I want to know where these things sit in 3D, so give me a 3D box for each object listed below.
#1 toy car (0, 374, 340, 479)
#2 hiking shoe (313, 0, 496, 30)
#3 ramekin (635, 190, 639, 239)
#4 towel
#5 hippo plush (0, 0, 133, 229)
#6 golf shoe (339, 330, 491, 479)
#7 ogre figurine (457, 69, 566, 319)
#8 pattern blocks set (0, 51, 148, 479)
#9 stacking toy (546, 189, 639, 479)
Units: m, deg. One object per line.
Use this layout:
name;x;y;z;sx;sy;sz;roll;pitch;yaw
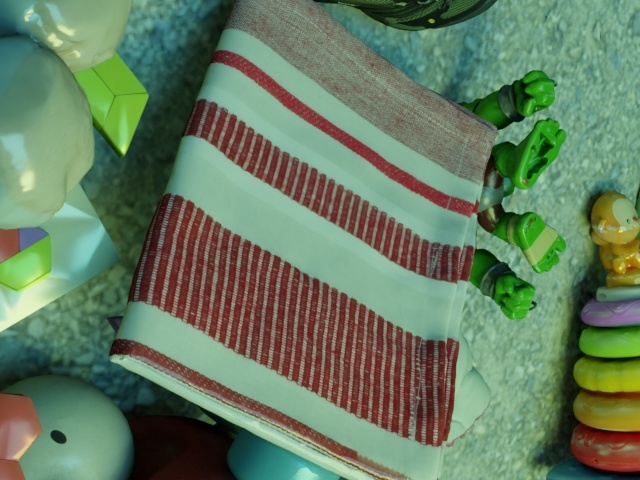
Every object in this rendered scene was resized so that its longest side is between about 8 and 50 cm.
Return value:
toy car;-0.153;0.168;0.768;0.238;0.210;0.219;29;96;-25
hiking shoe;0.073;-0.202;0.873;0.227;0.114;0.086;-5;105;-35
ramekin;0.487;-0.018;1.205;0.303;0.148;0.303;-10;108;-34
towel;0.008;-0.013;0.780;0.237;0.037;0.329;30;52;-21
hippo plush;-0.242;-0.050;0.529;0.294;0.236;0.234;-18;73;-30
golf shoe;0.042;0.129;0.902;0.306;0.115;0.140;-39;117;-62
ogre figurine;0.141;-0.045;0.964;0.097;0.118;0.197;-29;119;-32
pattern blocks set;-0.224;-0.023;0.683;0.325;0.026;0.285;46;70;-11
stacking toy;0.314;0.099;1.130;0.175;0.165;0.302;-11;94;-43
